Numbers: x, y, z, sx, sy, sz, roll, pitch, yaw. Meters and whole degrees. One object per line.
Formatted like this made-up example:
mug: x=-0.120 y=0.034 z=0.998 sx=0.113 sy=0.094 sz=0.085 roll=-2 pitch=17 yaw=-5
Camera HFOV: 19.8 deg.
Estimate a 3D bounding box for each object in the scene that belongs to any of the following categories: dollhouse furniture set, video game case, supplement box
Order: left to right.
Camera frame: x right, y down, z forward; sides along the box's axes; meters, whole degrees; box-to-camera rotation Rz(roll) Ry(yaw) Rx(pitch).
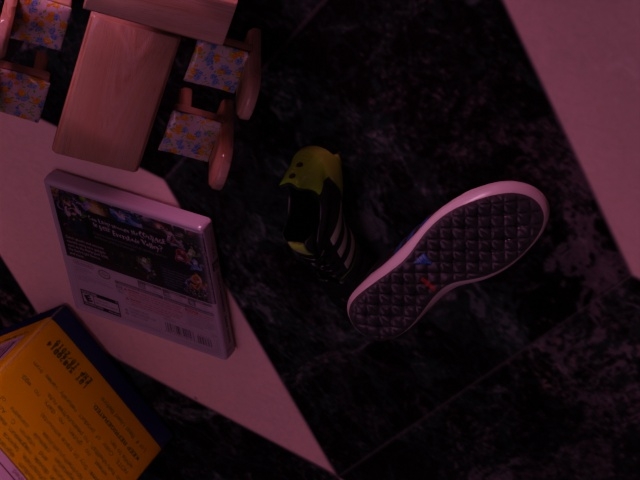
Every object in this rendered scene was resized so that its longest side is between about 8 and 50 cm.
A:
supplement box: x=-0.361 y=0.265 z=1.916 sx=0.195 sy=0.356 sz=0.194 roll=-21 pitch=111 yaw=47
dollhouse furniture set: x=-0.150 y=-0.145 z=1.453 sx=0.212 sy=0.161 sz=0.242 roll=14 pitch=126 yaw=-12
video game case: x=-0.177 y=0.024 z=1.809 sx=0.190 sy=0.022 sz=0.173 roll=17 pitch=136 yaw=27

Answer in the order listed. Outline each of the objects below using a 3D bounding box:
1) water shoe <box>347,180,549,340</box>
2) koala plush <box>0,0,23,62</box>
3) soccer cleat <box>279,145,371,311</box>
water shoe: x=0.103 y=0.003 z=1.530 sx=0.203 sy=0.080 sz=0.073 roll=-35 pitch=106 yaw=25
koala plush: x=-0.352 y=-0.253 z=1.561 sx=0.221 sy=0.196 sz=0.203 roll=30 pitch=154 yaw=7
soccer cleat: x=0.000 y=0.000 z=1.602 sx=0.060 sy=0.072 sz=0.179 roll=10 pitch=132 yaw=32
